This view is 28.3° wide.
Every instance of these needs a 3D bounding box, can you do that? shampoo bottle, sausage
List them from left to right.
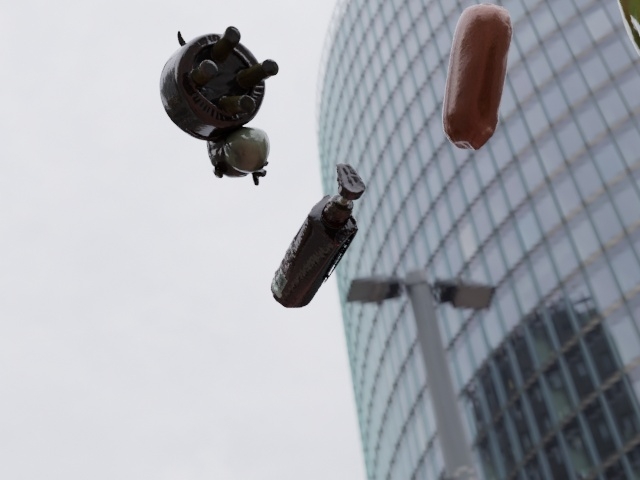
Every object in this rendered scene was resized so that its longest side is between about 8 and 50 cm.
[{"bbox_3d":[0.000,-0.002,1.591,0.067,0.068,0.236,-31,-18,-38],"label":"shampoo bottle"},{"bbox_3d":[0.199,-0.210,1.614,0.077,0.077,0.194,13,-99,-16],"label":"sausage"}]

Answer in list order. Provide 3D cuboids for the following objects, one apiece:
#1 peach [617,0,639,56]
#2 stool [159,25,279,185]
[{"bbox_3d":[0.467,-0.269,1.288,0.314,0.281,0.315,33,-65,-23],"label":"peach"},{"bbox_3d":[-0.116,-0.168,1.571,0.121,0.125,0.217,-14,-80,53],"label":"stool"}]
